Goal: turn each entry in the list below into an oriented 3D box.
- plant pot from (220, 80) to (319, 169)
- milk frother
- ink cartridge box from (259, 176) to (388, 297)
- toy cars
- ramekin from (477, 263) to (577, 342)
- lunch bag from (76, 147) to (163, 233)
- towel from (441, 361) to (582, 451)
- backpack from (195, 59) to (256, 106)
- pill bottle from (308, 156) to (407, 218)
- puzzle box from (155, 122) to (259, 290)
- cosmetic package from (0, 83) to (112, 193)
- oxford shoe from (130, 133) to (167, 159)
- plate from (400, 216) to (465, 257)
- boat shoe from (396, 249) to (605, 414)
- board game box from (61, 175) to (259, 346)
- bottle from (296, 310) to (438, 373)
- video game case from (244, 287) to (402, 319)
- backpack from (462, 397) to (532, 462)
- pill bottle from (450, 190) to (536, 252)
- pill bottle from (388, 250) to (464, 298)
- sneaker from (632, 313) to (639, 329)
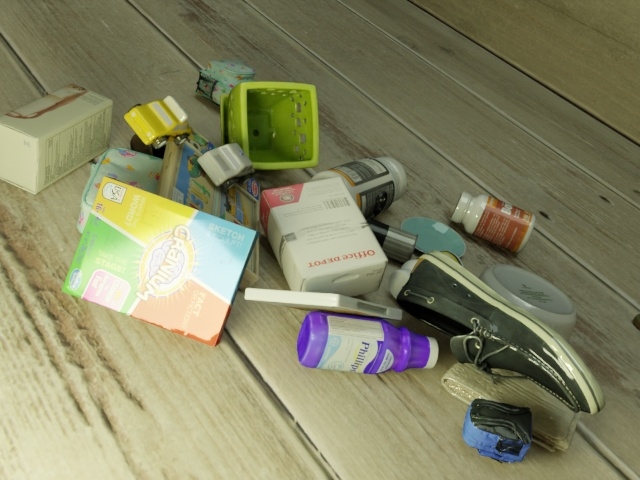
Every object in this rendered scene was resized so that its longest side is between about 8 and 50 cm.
[{"bbox_3d":[-0.152,-0.305,1.987,0.227,0.228,0.207,-5,5,-30],"label":"plant pot"},{"bbox_3d":[0.185,-0.033,1.862,0.135,0.143,0.129,20,29,1],"label":"milk frother"},{"bbox_3d":[0.000,0.000,1.680,0.207,0.117,0.283,-11,51,-19],"label":"ink cartridge box"},{"bbox_3d":[-0.272,-0.230,1.673,0.394,0.087,0.176,31,29,-43],"label":"toy cars"},{"bbox_3d":[0.465,0.162,1.694,0.273,0.127,0.273,19,22,-8],"label":"ramekin"},{"bbox_3d":[-0.432,-0.098,1.676,0.224,0.108,0.279,12,34,-8],"label":"lunch bag"},{"bbox_3d":[0.412,0.324,1.547,0.282,0.049,0.187,30,34,18],"label":"towel"},{"bbox_3d":[-0.273,-0.482,2.283,0.188,0.144,0.166,41,34,25],"label":"backpack"},{"bbox_3d":[0.103,-0.134,1.949,0.162,0.162,0.278,37,36,25],"label":"pill bottle"},{"bbox_3d":[-0.251,-0.093,1.692,0.272,0.052,0.409,41,23,-29],"label":"puzzle box"},{"bbox_3d":[-0.640,-0.252,1.756,0.129,0.153,0.296,23,32,8],"label":"cosmetic package"},{"bbox_3d":[-0.417,-0.227,1.871,0.083,0.096,0.227,-32,53,-28],"label":"oxford shoe"},{"bbox_3d":[0.303,-0.001,1.982,0.188,0.024,0.188,14,34,-10],"label":"plate"},{"bbox_3d":[0.349,0.202,1.488,0.156,0.187,0.500,-43,51,-10],"label":"boat shoe"},{"bbox_3d":[-0.308,0.040,1.425,0.317,0.242,0.064,19,-1,1],"label":"board game box"},{"bbox_3d":[0.098,0.214,1.482,0.283,0.118,0.092,9,36,-16],"label":"bottle"},{"bbox_3d":[0.013,0.128,1.446,0.204,0.025,0.285,1,-10,30],"label":"video game case"},{"bbox_3d":[0.332,0.367,1.394,0.120,0.101,0.098,17,31,4],"label":"backpack"},{"bbox_3d":[0.486,-0.058,2.066,0.216,0.121,0.121,23,33,6],"label":"pill bottle"},{"bbox_3d":[0.253,0.089,1.753,0.184,0.103,0.103,-13,45,-40],"label":"pill bottle"},{"bbox_3d":[0.925,0.231,1.902,0.192,0.086,0.064,35,36,23],"label":"sneaker"}]
